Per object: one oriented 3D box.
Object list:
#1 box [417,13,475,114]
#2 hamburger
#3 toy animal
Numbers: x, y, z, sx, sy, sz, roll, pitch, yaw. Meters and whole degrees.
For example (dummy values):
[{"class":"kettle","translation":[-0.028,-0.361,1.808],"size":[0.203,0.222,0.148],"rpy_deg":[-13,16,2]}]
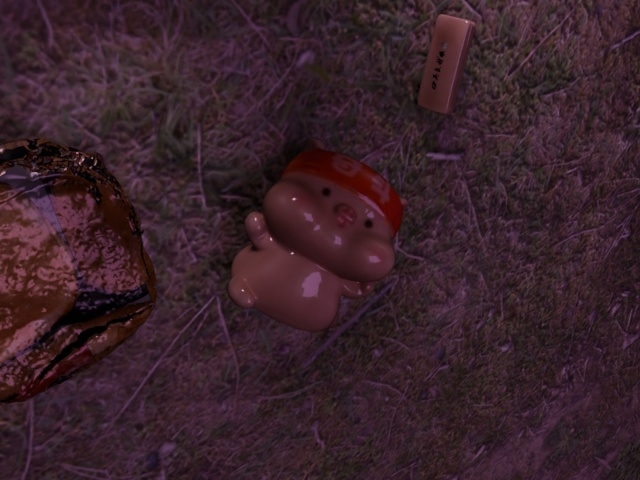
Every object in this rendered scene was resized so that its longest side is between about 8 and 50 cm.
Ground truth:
[{"class":"box","translation":[0.152,-0.214,0.868],"size":[0.025,0.048,0.115],"rpy_deg":[-11,122,-44]},{"class":"hamburger","translation":[-0.257,0.025,0.621],"size":[0.231,0.107,0.230],"rpy_deg":[-17,123,-28]},{"class":"toy animal","translation":[0.000,0.000,0.790],"size":[0.171,0.171,0.197],"rpy_deg":[18,109,-45]}]
